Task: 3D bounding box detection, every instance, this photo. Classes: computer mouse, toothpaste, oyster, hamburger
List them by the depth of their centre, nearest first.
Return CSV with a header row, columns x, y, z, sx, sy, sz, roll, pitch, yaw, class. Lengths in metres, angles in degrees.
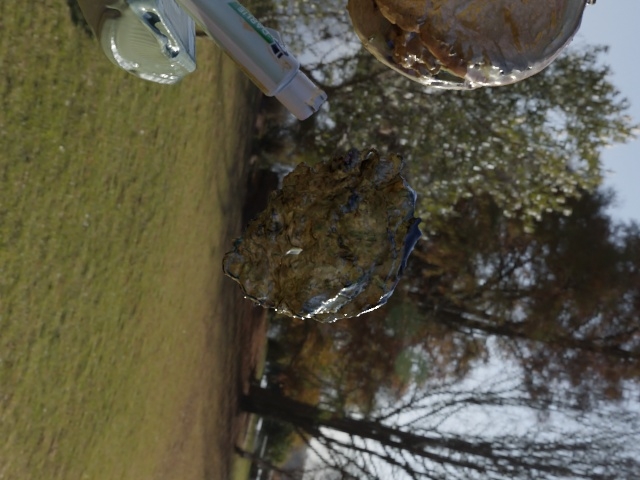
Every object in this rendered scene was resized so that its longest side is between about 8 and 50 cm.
x,y,z,sx,sy,sz,roll,pitch,yaw,class
-0.118,-0.246,0.754,0.056,0.314,0.058,-54,-158,-19,toothpaste
0.167,-0.285,0.772,0.146,0.286,0.243,-160,-128,-75,hamburger
-0.004,-0.002,0.866,0.092,0.259,0.198,18,61,-48,oyster
-0.289,-0.376,1.130,0.429,0.145,0.228,34,46,-88,computer mouse

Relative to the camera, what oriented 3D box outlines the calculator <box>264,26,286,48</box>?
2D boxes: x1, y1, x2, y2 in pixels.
x,y,z,sx,sy,sz,roll,pitch,yaw,class
-0.135,-0.420,1.549,0.210,0.121,0.039,-106,-155,-59,calculator
